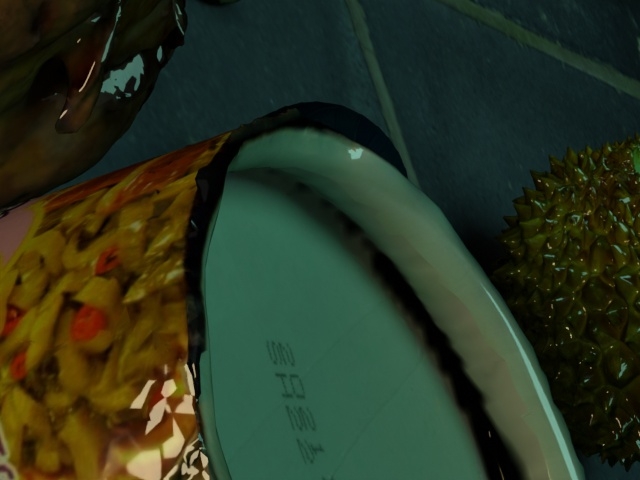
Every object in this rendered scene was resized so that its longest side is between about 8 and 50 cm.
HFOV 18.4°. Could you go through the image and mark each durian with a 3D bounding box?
[{"bbox_3d":[0.215,0.047,1.392,0.200,0.176,0.237,22,42,-43],"label":"durian"}]

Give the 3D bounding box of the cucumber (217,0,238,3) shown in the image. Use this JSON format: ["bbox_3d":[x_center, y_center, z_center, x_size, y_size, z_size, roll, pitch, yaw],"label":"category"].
[{"bbox_3d":[-0.092,-0.255,1.191,0.241,0.074,0.074,57,26,-9],"label":"cucumber"}]

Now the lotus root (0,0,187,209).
[{"bbox_3d":[-0.147,-0.126,0.772,0.272,0.192,0.272,171,-90,-90],"label":"lotus root"}]

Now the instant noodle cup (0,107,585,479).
[{"bbox_3d":[-0.073,0.118,0.651,0.340,0.266,0.340,44,32,-36],"label":"instant noodle cup"}]

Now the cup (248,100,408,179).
[{"bbox_3d":[-0.009,0.005,1.055,0.150,0.113,0.138,52,24,-2],"label":"cup"}]
